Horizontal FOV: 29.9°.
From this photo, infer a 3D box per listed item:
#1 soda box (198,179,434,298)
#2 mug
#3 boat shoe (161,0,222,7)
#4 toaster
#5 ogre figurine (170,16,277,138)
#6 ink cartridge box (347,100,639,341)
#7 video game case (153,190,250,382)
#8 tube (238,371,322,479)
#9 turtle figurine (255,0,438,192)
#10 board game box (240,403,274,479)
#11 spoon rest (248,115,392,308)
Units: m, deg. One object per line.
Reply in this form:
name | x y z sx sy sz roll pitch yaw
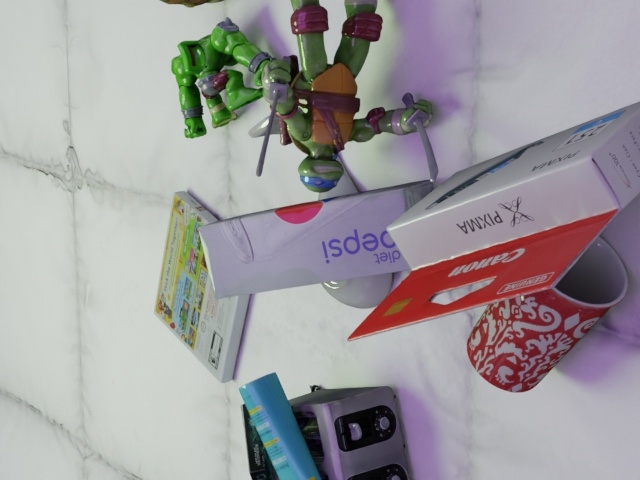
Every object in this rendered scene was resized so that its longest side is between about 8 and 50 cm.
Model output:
soda box | 0.000 0.000 1.447 0.286 0.091 0.098 -9 95 28
mug | 0.236 0.065 1.268 0.113 0.150 0.169 28 133 1
boat shoe | -0.136 -0.424 1.587 0.111 0.104 0.307 53 139 22
toaster | 0.019 0.277 1.560 0.185 0.110 0.168 -11 88 52
ogre figurine | -0.142 -0.229 1.664 0.118 0.097 0.197 64 152 1
ink cartridge box | 0.174 -0.020 1.177 0.296 0.261 0.066 -21 104 51
video game case | -0.180 0.070 1.833 0.206 0.026 0.227 39 128 40
tube | -0.038 0.269 1.507 0.207 0.052 0.080 65 149 9
turtle figurine | 0.035 -0.189 1.366 0.274 0.197 0.266 -7 -81 -88
board game box | -0.074 0.329 1.656 0.126 0.026 0.186 -103 0 -50
spoon rest | 0.010 -0.040 1.542 0.137 0.084 0.276 -28 89 52
